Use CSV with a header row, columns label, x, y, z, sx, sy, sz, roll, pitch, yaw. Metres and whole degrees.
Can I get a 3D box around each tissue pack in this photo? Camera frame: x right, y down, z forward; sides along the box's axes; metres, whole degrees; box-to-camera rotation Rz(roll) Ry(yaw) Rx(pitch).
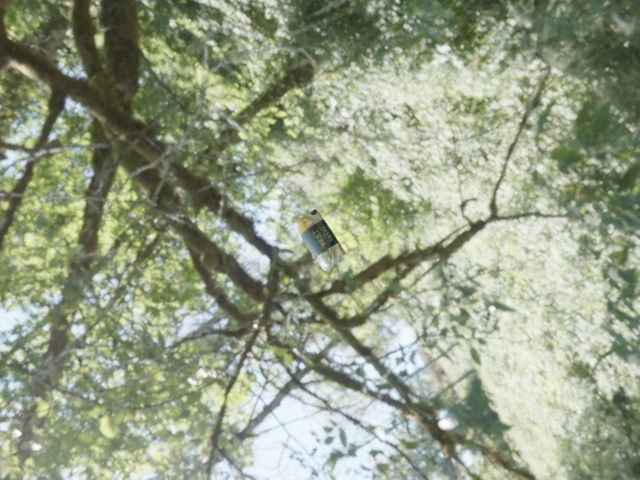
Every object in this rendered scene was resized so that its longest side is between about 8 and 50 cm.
label,x,y,z,sx,sy,sz,roll,pitch,yaw
tissue pack,0.000,0.000,0.964,0.083,0.042,0.062,56,169,6
